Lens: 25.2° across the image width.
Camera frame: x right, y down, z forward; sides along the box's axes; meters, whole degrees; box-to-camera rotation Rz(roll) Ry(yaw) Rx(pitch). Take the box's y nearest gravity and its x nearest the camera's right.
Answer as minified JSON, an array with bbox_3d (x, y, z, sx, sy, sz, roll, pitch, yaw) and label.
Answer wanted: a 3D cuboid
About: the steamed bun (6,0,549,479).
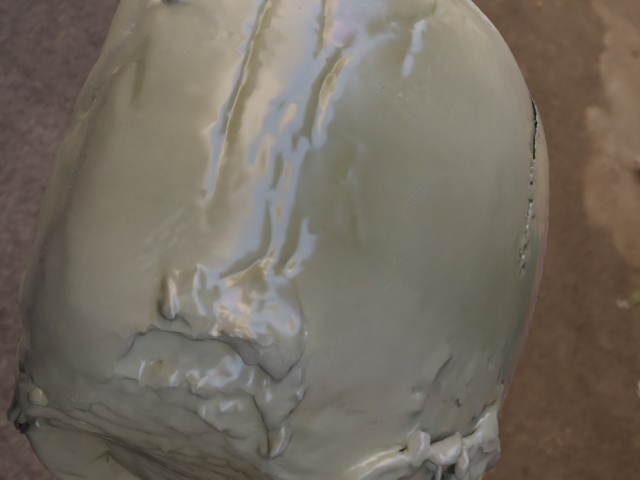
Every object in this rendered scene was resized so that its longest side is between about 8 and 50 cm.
[{"bbox_3d":[0.000,0.000,0.726,0.233,0.334,0.312,17,74,3],"label":"steamed bun"}]
